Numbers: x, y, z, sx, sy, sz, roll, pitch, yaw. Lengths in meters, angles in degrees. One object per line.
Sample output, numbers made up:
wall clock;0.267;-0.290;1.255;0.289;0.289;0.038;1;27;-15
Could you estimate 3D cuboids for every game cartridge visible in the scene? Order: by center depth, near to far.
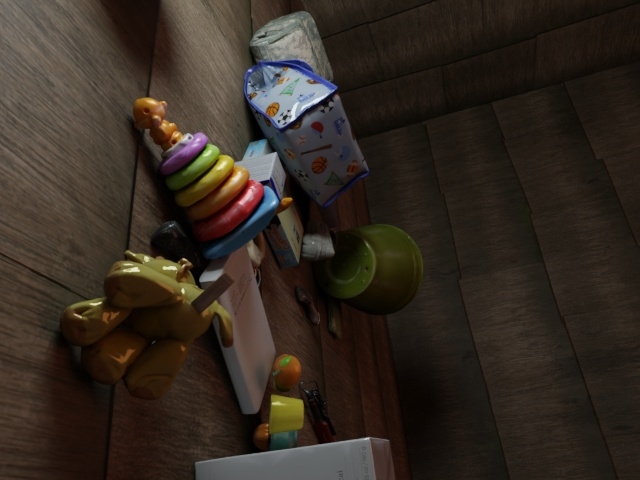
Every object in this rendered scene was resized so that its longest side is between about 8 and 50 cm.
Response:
game cartridge;-0.017;-0.233;1.921;0.355;0.068;0.230;-106;177;-50

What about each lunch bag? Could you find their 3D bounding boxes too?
lunch bag;-0.061;-0.341;1.544;0.385;0.239;0.327;43;-14;46
lunch bag;-0.106;-0.582;1.753;0.256;0.213;0.305;-62;139;-46

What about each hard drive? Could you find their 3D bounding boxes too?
hard drive;-0.157;0.162;1.045;0.203;0.040;0.307;-76;157;-63

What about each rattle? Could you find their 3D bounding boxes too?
rattle;-0.121;0.013;1.228;0.130;0.143;0.199;90;-10;-56

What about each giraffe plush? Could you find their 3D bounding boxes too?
giraffe plush;-0.226;0.084;0.709;0.181;0.210;0.170;67;-13;-23

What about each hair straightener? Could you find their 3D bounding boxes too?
hair straightener;-0.009;0.474;1.450;0.089;0.047;0.230;-79;148;-61

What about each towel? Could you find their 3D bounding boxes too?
towel;0.049;0.281;1.891;0.110;0.027;0.148;59;21;-55

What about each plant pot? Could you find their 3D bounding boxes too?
plant pot;0.155;0.101;1.912;0.353;0.367;0.366;11;66;-63

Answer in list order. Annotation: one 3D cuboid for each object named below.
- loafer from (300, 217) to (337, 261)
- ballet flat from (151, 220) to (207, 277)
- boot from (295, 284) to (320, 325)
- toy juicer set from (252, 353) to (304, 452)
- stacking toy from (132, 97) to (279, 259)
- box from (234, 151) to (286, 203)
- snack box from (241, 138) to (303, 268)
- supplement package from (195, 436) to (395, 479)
loafer;0.000;0.000;1.703;0.319;0.112;0.112;-82;-178;-72
ballet flat;-0.246;0.021;0.926;0.057;0.049;0.173;59;-5;34
boot;-0.041;0.198;1.577;0.114;0.037;0.106;59;8;-60
toy juicer set;-0.095;0.376;1.080;0.209;0.090;0.329;-96;-169;-51
stacking toy;-0.230;-0.130;0.942;0.302;0.175;0.166;52;0;-24
box;-0.158;-0.138;1.234;0.137;0.126;0.072;-84;158;-53
snack box;-0.130;-0.103;1.454;0.187;0.060;0.321;-84;156;-57
supplement package;-0.031;0.430;0.833;0.175;0.293;0.177;51;28;-63
